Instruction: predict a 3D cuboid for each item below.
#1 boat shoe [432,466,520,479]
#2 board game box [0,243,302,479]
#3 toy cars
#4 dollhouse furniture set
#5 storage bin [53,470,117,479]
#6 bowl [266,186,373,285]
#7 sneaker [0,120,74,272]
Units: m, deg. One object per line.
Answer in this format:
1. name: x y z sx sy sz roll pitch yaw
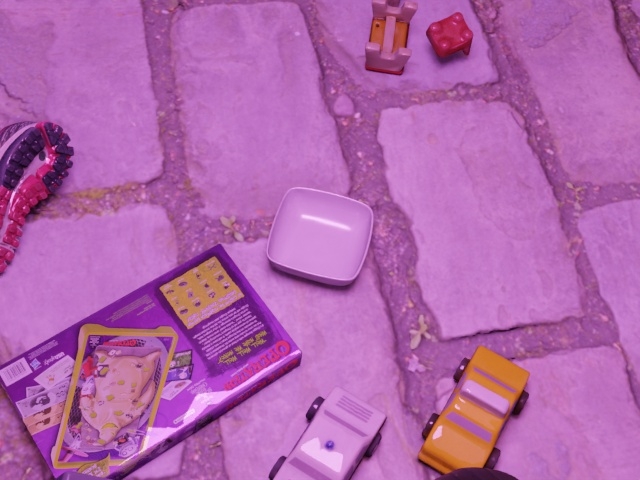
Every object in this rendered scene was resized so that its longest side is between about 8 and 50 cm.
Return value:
1. boat shoe: 0.124 0.351 1.035 0.324 0.120 0.122 2 53 -33
2. board game box: -0.223 0.168 1.170 0.347 0.056 0.208 -30 62 -20
3. toy cars: 0.108 0.240 1.128 0.394 0.087 0.176 -14 61 -12
4. dollhouse furniture set: 0.196 -0.450 1.533 0.201 0.152 0.374 9 76 0
5. storage bin: -0.264 0.329 1.032 0.135 0.098 0.091 20 57 -23
6. bowl: 0.000 0.000 1.281 0.142 0.053 0.142 14 60 5
7. sneaker: -0.474 -0.046 1.250 0.112 0.121 0.299 11 55 36
